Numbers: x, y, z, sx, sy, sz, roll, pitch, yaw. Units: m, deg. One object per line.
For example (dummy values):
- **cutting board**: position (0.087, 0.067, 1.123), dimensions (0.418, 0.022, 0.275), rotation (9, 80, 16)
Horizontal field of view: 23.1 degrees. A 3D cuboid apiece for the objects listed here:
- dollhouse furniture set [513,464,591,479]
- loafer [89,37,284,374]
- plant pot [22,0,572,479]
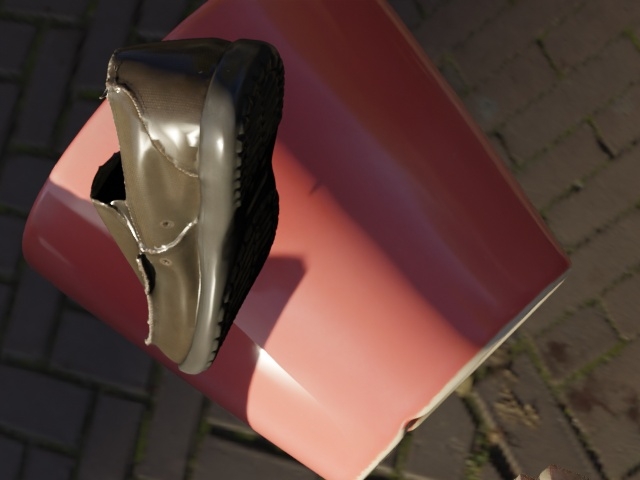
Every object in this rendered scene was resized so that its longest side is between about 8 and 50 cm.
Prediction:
- **dollhouse furniture set**: position (0.253, 0.356, 1.002), dimensions (0.174, 0.355, 0.303), rotation (-53, 24, 35)
- **loafer**: position (-0.065, -0.021, 0.732), dimensions (0.078, 0.220, 0.080), rotation (20, 51, 8)
- **plant pot**: position (0.000, 0.000, 0.952), dimensions (0.243, 0.275, 0.275), rotation (45, 104, 7)
